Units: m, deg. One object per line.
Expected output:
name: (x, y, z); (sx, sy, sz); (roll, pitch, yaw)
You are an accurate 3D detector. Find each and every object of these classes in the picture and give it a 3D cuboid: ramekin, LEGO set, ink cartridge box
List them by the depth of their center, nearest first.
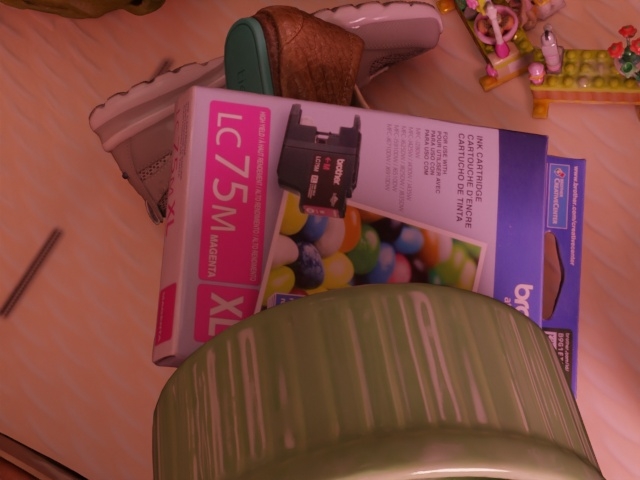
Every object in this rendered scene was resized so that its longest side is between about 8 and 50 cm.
ramekin: (0.034, 0.157, 1.269); (0.303, 0.303, 0.148); (-15, 55, 7)
ink cartridge box: (0.048, 0.007, 1.360); (0.311, 0.065, 0.186); (7, 79, -19)
LEGO set: (0.176, -0.171, 1.492); (0.287, 0.107, 0.132); (39, 79, 27)

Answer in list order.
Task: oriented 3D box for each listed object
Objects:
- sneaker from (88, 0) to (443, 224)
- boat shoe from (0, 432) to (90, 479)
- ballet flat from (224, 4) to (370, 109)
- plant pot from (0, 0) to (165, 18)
sneaker: (-0.031, -0.104, 1.538); (0.281, 0.105, 0.115); (-23, 95, -2)
boat shoe: (-0.278, 0.177, 1.447); (0.307, 0.111, 0.104); (18, 74, 32)
ballet flat: (0.000, 0.000, 1.441); (0.124, 0.116, 0.342); (1, 83, -26)
plant pot: (-0.195, -0.321, 1.589); (0.276, 0.276, 0.254); (5, 80, 16)
